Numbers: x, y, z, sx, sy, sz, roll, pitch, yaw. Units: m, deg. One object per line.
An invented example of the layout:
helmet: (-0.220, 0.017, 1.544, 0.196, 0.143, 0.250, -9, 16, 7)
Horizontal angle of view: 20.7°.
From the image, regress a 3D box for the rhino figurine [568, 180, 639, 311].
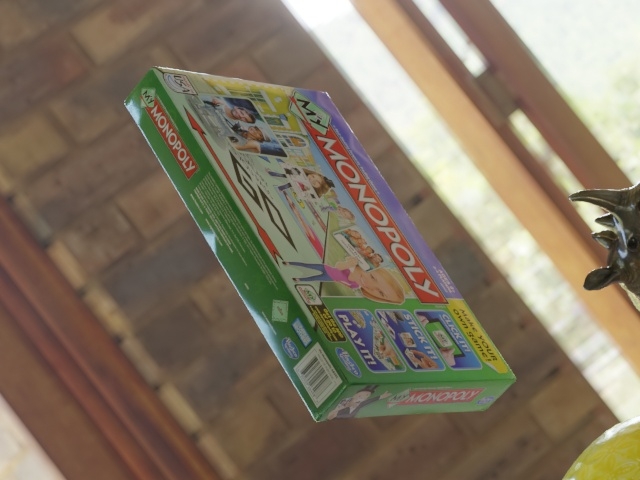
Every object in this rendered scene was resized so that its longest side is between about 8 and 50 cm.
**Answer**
rhino figurine: (0.255, 0.033, 1.094, 0.106, 0.243, 0.073, -48, 18, 47)

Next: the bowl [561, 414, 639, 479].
bowl: (0.401, 0.242, 1.736, 0.156, 0.289, 0.289, -62, -3, -5)

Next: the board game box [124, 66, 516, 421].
board game box: (0.000, 0.000, 1.383, 0.213, 0.317, 0.046, 2, -43, -49)
